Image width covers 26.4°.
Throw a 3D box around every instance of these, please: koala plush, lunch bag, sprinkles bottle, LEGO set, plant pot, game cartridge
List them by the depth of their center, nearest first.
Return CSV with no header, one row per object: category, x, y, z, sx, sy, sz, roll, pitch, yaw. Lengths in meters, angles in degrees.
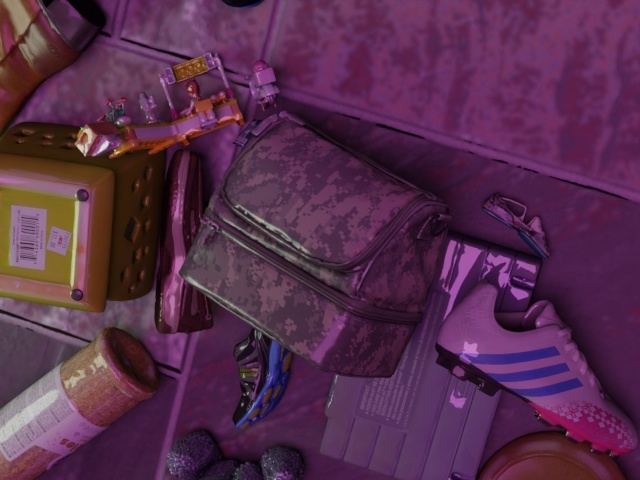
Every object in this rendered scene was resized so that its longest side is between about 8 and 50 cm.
lunch bag,0.000,0.000,1.756,0.305,0.212,0.256,32,98,33
LEGO set,-0.204,-0.185,1.809,0.287,0.132,0.107,-18,85,-22
plant pot,0.309,0.378,1.849,0.236,0.032,0.236,-2,84,25
plant pot,-0.354,-0.026,1.859,0.227,0.207,0.228,9,105,10
game cartridge,0.144,0.158,1.867,0.230,0.068,0.355,18,105,12
koala plush,-0.141,0.402,1.895,0.196,0.221,0.203,8,104,10
sprinkles bottle,-0.400,0.267,1.975,0.355,0.121,0.121,-37,92,17

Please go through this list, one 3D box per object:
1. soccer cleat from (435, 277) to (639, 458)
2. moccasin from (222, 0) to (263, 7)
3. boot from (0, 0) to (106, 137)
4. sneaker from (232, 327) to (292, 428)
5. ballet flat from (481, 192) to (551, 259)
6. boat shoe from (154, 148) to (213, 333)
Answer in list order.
soccer cleat,0.304,0.166,1.768,0.331,0.116,0.143,29,93,-21
moccasin,-0.092,-0.471,1.752,0.137,0.117,0.342,-2,101,13
boot,-0.469,-0.303,1.905,0.280,0.096,0.264,-39,99,24
sneaker,-0.087,0.177,1.926,0.078,0.067,0.188,25,109,28
ballet flat,0.268,-0.023,1.812,0.114,0.041,0.041,38,107,1
boat shoe,-0.173,0.003,1.897,0.095,0.095,0.258,4,102,-13
